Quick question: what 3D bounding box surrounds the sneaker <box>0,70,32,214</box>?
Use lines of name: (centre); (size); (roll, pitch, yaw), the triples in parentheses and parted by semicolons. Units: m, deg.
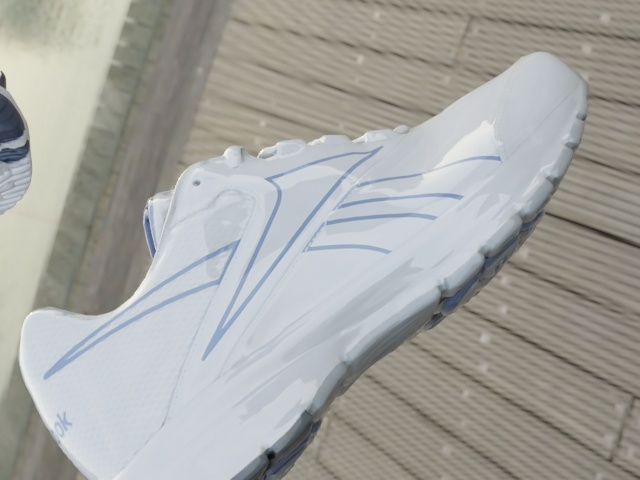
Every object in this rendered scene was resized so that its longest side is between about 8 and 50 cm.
sneaker: (-0.241, -0.078, 0.864); (0.235, 0.094, 0.153); (116, 143, -63)

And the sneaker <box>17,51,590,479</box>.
sneaker: (0.000, 0.000, 0.590); (0.297, 0.129, 0.111); (-39, -11, -21)
